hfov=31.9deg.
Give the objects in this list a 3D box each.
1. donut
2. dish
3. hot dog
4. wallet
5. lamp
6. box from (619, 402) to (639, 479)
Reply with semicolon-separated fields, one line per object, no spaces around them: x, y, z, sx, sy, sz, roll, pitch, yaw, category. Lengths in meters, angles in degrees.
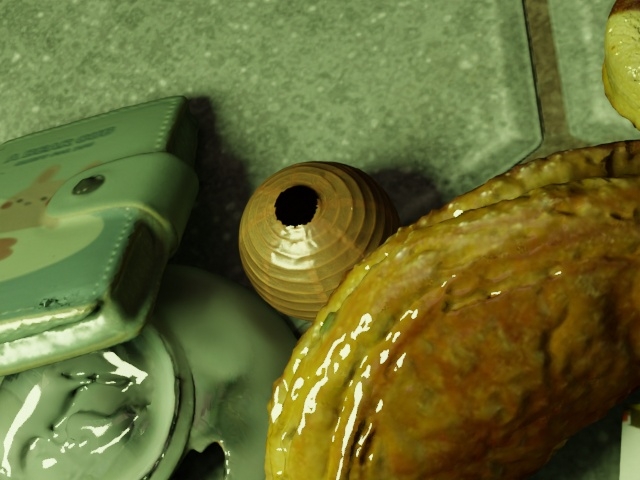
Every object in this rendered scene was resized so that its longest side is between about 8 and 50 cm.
0.314;-0.159;0.890;0.184;0.073;0.166;17;77;30;donut
-0.173;0.153;0.923;0.324;0.124;0.324;-9;64;20;dish
0.121;0.065;0.765;0.387;0.267;0.174;-40;77;4;hot dog
-0.230;-0.009;0.973;0.252;0.083;0.360;-12;32;13;wallet
0.000;0.000;0.917;0.136;0.136;0.136;-9;64;19;lamp
0.272;0.230;0.680;0.168;0.097;0.265;-13;60;47;box
